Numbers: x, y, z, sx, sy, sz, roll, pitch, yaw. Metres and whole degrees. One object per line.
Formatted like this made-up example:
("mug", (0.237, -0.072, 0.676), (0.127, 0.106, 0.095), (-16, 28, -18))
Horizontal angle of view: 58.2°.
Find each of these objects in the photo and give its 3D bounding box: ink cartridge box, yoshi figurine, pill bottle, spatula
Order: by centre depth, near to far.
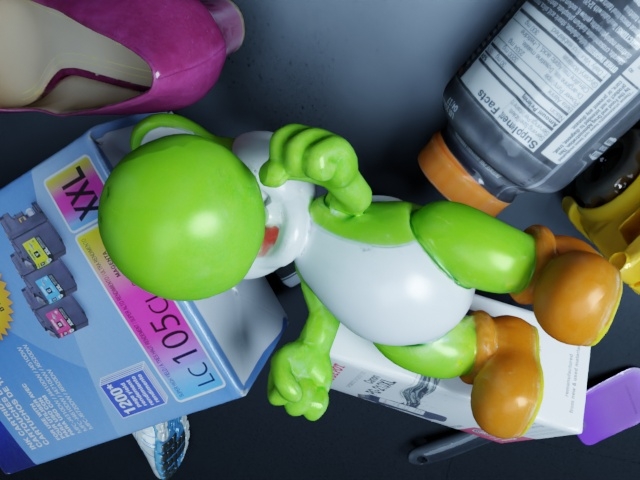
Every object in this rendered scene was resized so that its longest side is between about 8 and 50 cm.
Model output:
("yoshi figurine", (0.000, 0.019, 0.406), (0.362, 0.203, 0.203), (23, 166, 6))
("pill bottle", (0.186, -0.127, 0.447), (0.130, 0.130, 0.245), (36, 120, -10))
("ink cartridge box", (0.109, 0.116, 0.573), (0.237, 0.100, 0.172), (17, 157, 1))
("ink cartridge box", (-0.273, 0.075, 0.617), (0.396, 0.151, 0.270), (-24, 101, 24))
("spatula", (0.243, 0.228, 0.693), (0.297, 0.030, 0.084), (-23, 115, 21))

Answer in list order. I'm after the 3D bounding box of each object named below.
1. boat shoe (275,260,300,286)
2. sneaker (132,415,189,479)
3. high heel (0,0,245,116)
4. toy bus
("boat shoe", (0.000, 0.000, 0.602), (0.040, 0.049, 0.142), (44, 120, -14))
("sneaker", (-0.234, 0.238, 0.777), (0.083, 0.071, 0.190), (2, 111, 17))
("high heel", (-0.260, -0.157, 0.485), (0.378, 0.181, 0.127), (-5, 118, 14))
("toy bus", (0.317, -0.032, 0.429), (0.149, 0.211, 0.220), (33, 118, -6))
